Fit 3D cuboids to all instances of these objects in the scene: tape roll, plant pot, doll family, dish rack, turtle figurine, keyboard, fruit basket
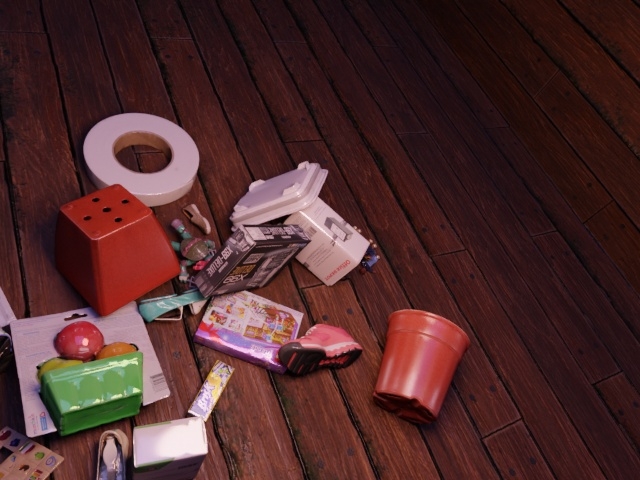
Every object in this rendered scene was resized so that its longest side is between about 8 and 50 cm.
[{"bbox_3d":[-0.628,-0.292,1.760,0.391,0.072,0.392,12,53,-16],"label":"tape roll"},{"bbox_3d":[0.300,0.402,1.545,0.272,0.272,0.265,28,58,-2],"label":"plant pot"},{"bbox_3d":[0.145,0.042,1.845,0.193,0.076,0.111,40,46,4],"label":"doll family"},{"bbox_3d":[-0.152,-0.163,1.696,0.072,0.332,0.286,60,27,-25],"label":"dish rack"},{"bbox_3d":[-0.408,0.036,1.595,0.234,0.118,0.175,37,50,13],"label":"turtle figurine"},{"bbox_3d":[-0.593,0.001,1.415,0.267,0.236,0.267,35,49,26],"label":"plant pot"},{"bbox_3d":[-0.927,0.135,1.367,0.072,0.014,0.256,-28,70,-30],"label":"keyboard"},{"bbox_3d":[-0.607,0.318,1.301,0.327,0.166,0.353,-8,39,-35],"label":"fruit basket"}]

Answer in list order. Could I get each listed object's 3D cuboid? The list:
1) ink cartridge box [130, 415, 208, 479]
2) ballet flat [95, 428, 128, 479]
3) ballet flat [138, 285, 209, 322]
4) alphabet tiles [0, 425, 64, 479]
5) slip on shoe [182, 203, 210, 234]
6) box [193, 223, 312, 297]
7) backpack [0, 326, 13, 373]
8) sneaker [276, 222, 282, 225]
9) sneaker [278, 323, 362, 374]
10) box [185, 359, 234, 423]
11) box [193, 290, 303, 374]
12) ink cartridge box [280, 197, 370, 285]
[{"bbox_3d":[-0.370,0.515,1.193,0.160,0.219,0.093,-1,54,-24],"label":"ink cartridge box"},{"bbox_3d":[-0.502,0.576,1.182,0.086,0.086,0.249,1,56,-22],"label":"ballet flat"},{"bbox_3d":[-0.414,0.191,1.492,0.247,0.083,0.087,-15,92,-20],"label":"ballet flat"},{"bbox_3d":[-0.726,0.535,1.083,0.198,0.009,0.237,15,36,21],"label":"alphabet tiles"},{"bbox_3d":[-0.424,-0.070,1.698,0.041,0.051,0.135,-19,62,-38],"label":"slip on shoe"},{"bbox_3d":[-0.199,0.055,1.504,0.076,0.242,0.307,52,23,18],"label":"box"},{"bbox_3d":[-0.876,0.271,1.148,0.263,0.276,0.213,-20,66,-47],"label":"backpack"},{"bbox_3d":[-0.162,-0.004,1.766,0.070,0.051,0.134,45,44,-5],"label":"sneaker"},{"bbox_3d":[-0.017,0.325,1.540,0.313,0.116,0.136,10,34,-41],"label":"sneaker"},{"bbox_3d":[-0.308,0.426,1.389,0.059,0.054,0.169,29,50,-2],"label":"box"},{"bbox_3d":[-0.218,0.269,1.538,0.293,0.057,0.201,23,50,-6],"label":"box"},{"bbox_3d":[0.000,0.000,1.702,0.273,0.198,0.115,41,47,-5],"label":"ink cartridge box"}]
